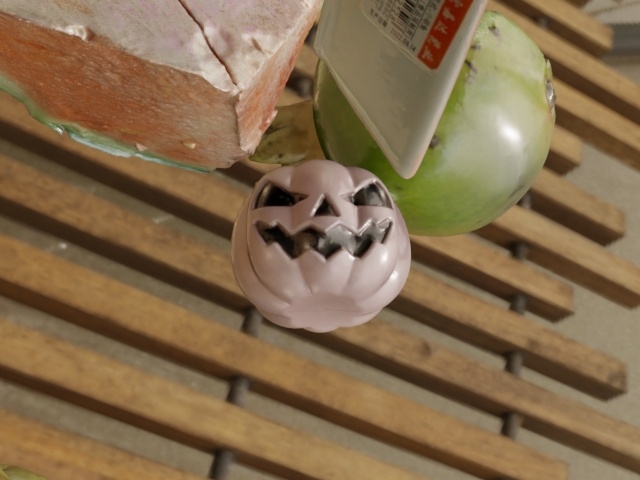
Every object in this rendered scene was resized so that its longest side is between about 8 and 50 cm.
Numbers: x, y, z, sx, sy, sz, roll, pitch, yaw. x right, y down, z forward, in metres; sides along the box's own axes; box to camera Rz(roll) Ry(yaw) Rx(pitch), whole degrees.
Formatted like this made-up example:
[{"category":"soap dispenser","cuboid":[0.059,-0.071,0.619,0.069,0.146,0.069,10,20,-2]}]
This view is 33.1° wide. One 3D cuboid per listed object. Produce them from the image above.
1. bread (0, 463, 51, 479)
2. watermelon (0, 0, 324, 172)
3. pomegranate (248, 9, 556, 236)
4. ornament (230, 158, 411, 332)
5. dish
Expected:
[{"category":"bread","cuboid":[-0.209,0.213,0.431,0.210,0.341,0.300,35,-111,33]},{"category":"watermelon","cuboid":[-0.163,-0.158,0.911,0.319,0.292,0.222,-79,-168,-50]},{"category":"pomegranate","cuboid":[0.094,-0.104,1.217,0.359,0.310,0.216,-15,-105,14]},{"category":"ornament","cuboid":[-0.001,0.000,1.065,0.177,0.177,0.177,-51,-155,34]},{"category":"dish","cuboid":[0.053,-0.154,0.437,0.234,0.064,0.154,109,1,-51]}]
